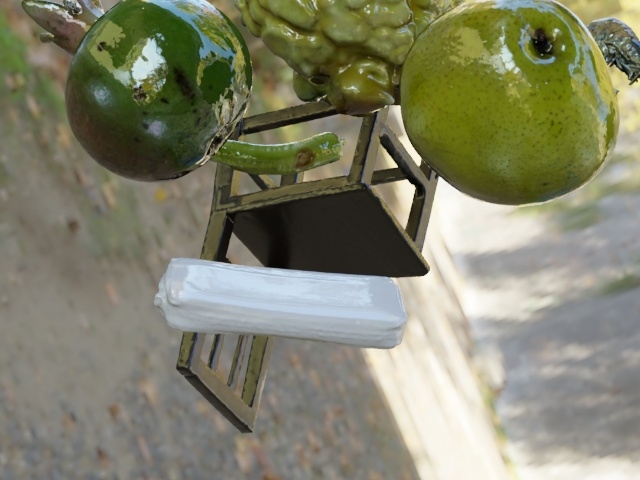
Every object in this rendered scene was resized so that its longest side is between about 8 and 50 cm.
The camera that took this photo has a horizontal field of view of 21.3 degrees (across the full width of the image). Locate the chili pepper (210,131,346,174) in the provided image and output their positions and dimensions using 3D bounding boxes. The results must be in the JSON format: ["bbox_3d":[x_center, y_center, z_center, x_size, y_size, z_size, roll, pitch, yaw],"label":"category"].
[{"bbox_3d":[-0.064,-0.093,1.815,0.043,0.208,0.049,156,-68,-69],"label":"chili pepper"}]

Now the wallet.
[{"bbox_3d":[-0.030,0.047,1.279,0.095,0.190,0.033,-104,-159,-69],"label":"wallet"}]

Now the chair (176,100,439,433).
[{"bbox_3d":[0.000,0.000,2.052,0.203,0.240,0.416,51,39,-50],"label":"chair"}]

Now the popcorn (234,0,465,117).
[{"bbox_3d":[0.039,-0.255,1.837,0.258,0.224,0.270,47,32,-26],"label":"popcorn"}]

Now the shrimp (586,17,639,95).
[{"bbox_3d":[0.354,-0.197,1.987,0.161,0.091,0.034,49,2,36],"label":"shrimp"}]

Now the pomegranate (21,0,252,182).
[{"bbox_3d":[-0.172,-0.160,1.557,0.224,0.181,0.181,37,-4,16],"label":"pomegranate"}]

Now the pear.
[{"bbox_3d":[0.162,-0.117,1.467,0.198,0.198,0.198,-24,90,-85],"label":"pear"}]
